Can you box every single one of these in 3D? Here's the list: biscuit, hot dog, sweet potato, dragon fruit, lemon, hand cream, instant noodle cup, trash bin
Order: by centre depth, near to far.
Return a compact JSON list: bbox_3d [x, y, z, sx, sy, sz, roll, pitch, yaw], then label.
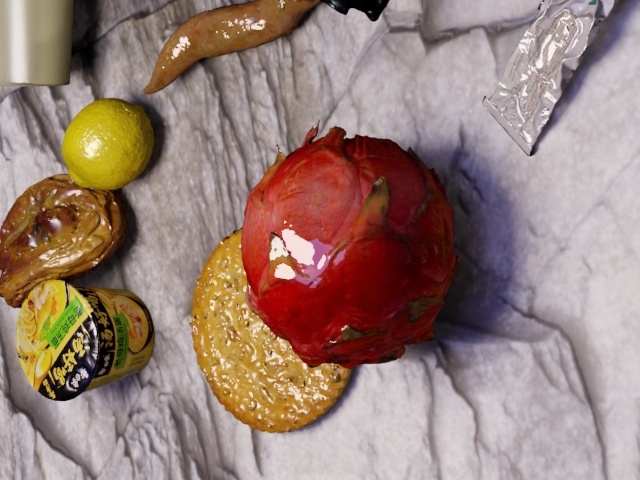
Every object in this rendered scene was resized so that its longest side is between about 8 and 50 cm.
[{"bbox_3d":[0.248,-0.208,1.637,0.084,0.050,0.257,47,122,24],"label":"hand cream"},{"bbox_3d":[0.030,0.011,1.709,0.241,0.241,0.252,27,96,35],"label":"dragon fruit"},{"bbox_3d":[-0.061,0.103,1.899,0.254,0.035,0.253,3,95,39],"label":"biscuit"},{"bbox_3d":[-0.106,-0.248,1.909,0.281,0.059,0.067,-19,90,38],"label":"sweet potato"},{"bbox_3d":[-0.264,-0.118,2.009,0.109,0.109,0.133,41,92,30],"label":"lemon"},{"bbox_3d":[-0.291,0.123,2.034,0.151,0.122,0.151,0,90,38],"label":"instant noodle cup"},{"bbox_3d":[-0.386,-0.323,2.064,0.243,0.121,0.247,14,105,62],"label":"trash bin"},{"bbox_3d":[-0.345,0.003,2.079,0.227,0.099,0.160,-35,41,36],"label":"hot dog"}]

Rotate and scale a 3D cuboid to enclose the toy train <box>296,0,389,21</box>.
[{"bbox_3d":[0.064,-0.396,1.682,0.232,0.163,0.369,37,104,20],"label":"toy train"}]
